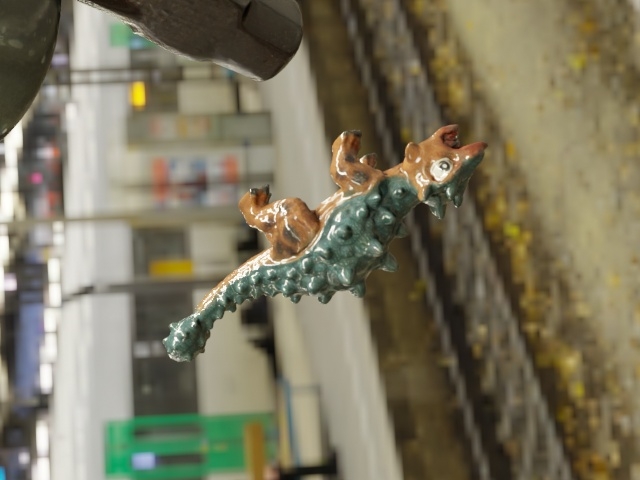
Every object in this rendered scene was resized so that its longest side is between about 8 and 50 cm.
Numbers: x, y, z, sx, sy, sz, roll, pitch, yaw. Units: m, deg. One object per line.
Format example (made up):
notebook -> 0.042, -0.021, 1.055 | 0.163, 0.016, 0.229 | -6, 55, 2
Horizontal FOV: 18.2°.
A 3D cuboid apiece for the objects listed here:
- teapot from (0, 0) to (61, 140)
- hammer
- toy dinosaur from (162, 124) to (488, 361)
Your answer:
teapot -> -0.387, -0.237, 1.660 | 0.223, 0.285, 0.305 | -25, 61, 37
hammer -> -0.018, -0.303, 1.758 | 0.409, 0.242, 0.095 | -35, 46, 30
toy dinosaur -> 0.000, 0.000, 0.804 | 0.055, 0.154, 0.049 | 56, -176, 21
